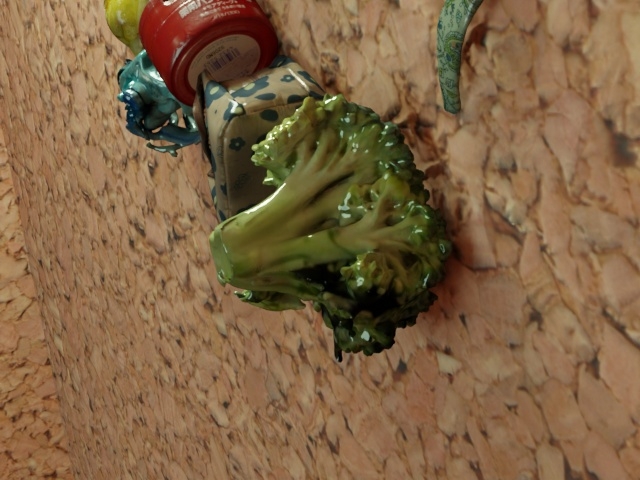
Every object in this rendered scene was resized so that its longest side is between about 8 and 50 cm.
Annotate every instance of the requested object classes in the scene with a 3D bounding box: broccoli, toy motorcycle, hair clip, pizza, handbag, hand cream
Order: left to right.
[{"bbox_3d":[-0.374,-0.464,2.149,0.188,0.081,0.204,61,149,26],"label":"pizza"},{"bbox_3d":[-0.267,-0.262,1.991,0.206,0.154,0.260,52,150,-6],"label":"toy motorcycle"},{"bbox_3d":[-0.170,-0.307,1.711,0.125,0.193,0.193,57,148,28],"label":"hand cream"},{"bbox_3d":[-0.089,-0.138,1.661,0.193,0.190,0.251,-120,24,-49],"label":"handbag"},{"bbox_3d":[0.002,-0.006,1.425,0.293,0.281,0.347,38,139,52],"label":"broccoli"},{"bbox_3d":[0.160,-0.241,1.274,0.066,0.036,0.229,-123,31,-44],"label":"hair clip"}]
